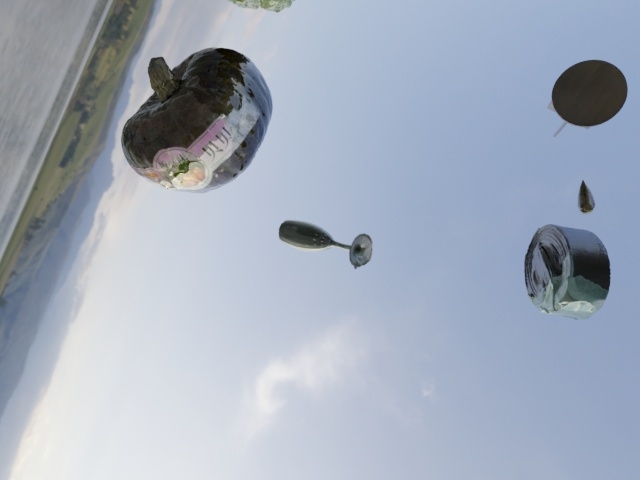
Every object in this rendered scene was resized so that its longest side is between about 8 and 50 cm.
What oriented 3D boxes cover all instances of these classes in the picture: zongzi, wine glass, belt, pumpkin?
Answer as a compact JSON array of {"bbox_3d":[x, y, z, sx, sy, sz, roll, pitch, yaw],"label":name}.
[{"bbox_3d":[0.690,-0.114,1.100,0.040,0.076,0.083,-6,-81,35],"label":"zongzi"},{"bbox_3d":[0.000,0.000,0.773,0.198,0.066,0.066,14,-98,43],"label":"wine glass"},{"bbox_3d":[0.424,0.056,0.743,0.198,0.078,0.151,-71,171,-63],"label":"belt"},{"bbox_3d":[-0.202,-0.201,0.670,0.260,0.189,0.260,-21,-137,21],"label":"pumpkin"}]

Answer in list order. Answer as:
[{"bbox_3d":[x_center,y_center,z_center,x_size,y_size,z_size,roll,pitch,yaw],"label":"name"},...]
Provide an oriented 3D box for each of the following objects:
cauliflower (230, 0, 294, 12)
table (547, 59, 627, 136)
[{"bbox_3d":[-0.099,-0.579,0.758,0.281,0.327,0.260,-58,175,-15],"label":"cauliflower"},{"bbox_3d":[0.706,-0.369,1.161,0.167,0.226,0.167,0,-90,18],"label":"table"}]
